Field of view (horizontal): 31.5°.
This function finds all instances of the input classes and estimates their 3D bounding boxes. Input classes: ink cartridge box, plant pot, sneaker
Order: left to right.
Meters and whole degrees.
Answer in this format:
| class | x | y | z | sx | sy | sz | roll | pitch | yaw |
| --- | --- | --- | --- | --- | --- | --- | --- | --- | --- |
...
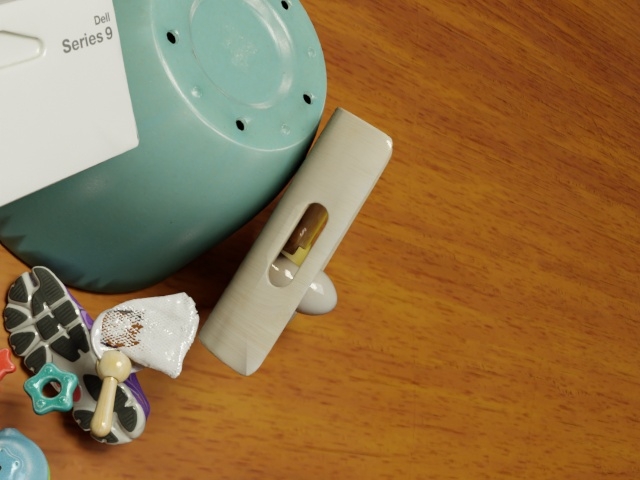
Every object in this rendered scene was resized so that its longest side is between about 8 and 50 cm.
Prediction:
| class | x | y | z | sx | sy | sz | roll | pitch | yaw |
| --- | --- | --- | --- | --- | --- | --- | --- | --- | --- |
| ink cartridge box | -0.299 | -0.091 | 0.751 | 0.211 | 0.289 | 0.121 | -34 | 121 | -48 |
| sneaker | -0.207 | 0.099 | 0.976 | 0.170 | 0.068 | 0.071 | 58 | 10 | -4 |
| plant pot | -0.138 | -0.126 | 0.987 | 0.293 | 0.235 | 0.292 | 19 | 61 | -38 |

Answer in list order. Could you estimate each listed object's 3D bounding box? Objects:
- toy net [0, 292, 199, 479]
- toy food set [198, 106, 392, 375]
| class | x | y | z | sx | sy | sz | roll | pitch | yaw |
| --- | --- | --- | --- | --- | --- | --- | --- | --- | --- |
| toy net | -0.203 | 0.112 | 0.910 | 0.232 | 0.045 | 0.122 | -39 | 75 | -19 |
| toy food set | 0.000 | 0.000 | 1.022 | 0.092 | 0.219 | 0.306 | 32 | 5 | 0 |
